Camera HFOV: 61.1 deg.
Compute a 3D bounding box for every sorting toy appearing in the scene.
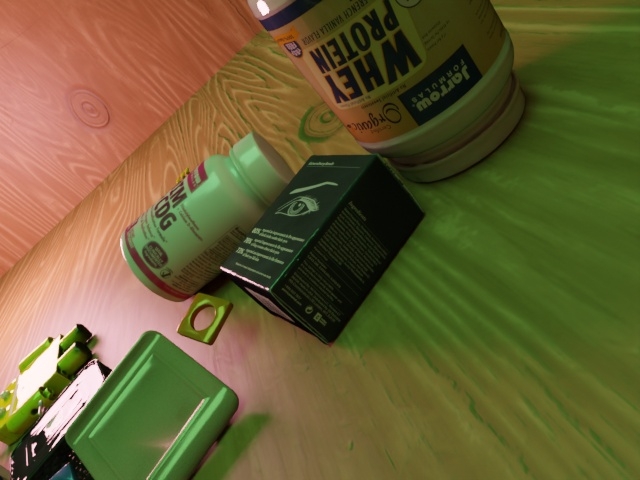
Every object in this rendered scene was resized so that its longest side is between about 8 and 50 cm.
[{"bbox_3d":[-0.208,0.228,0.681,0.196,0.047,0.347,24,71,38],"label":"sorting toy"}]

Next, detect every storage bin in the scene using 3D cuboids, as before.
[{"bbox_3d":[-0.347,0.278,0.780,0.180,0.084,0.122,-51,29,-13],"label":"storage bin"}]

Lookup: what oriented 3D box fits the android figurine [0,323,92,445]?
[{"bbox_3d":[-0.576,0.293,1.092,0.273,0.056,0.248,-44,28,-2],"label":"android figurine"}]

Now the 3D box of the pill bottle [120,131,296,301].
[{"bbox_3d":[-0.175,-0.040,0.899,0.283,0.160,0.160,-38,29,11],"label":"pill bottle"}]

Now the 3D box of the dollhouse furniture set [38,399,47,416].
[{"bbox_3d":[-0.448,0.286,0.902,0.091,0.081,0.114,-48,28,-7],"label":"dollhouse furniture set"}]

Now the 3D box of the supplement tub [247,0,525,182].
[{"bbox_3d":[0.091,-0.247,0.664,0.228,0.316,0.228,-32,30,22],"label":"supplement tub"}]

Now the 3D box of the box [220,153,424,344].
[{"bbox_3d":[0.000,0.000,0.674,0.207,0.108,0.153,-51,29,-14],"label":"box"}]

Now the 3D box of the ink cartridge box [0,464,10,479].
[{"bbox_3d":[-0.615,0.507,0.846,0.304,0.072,0.307,-43,27,4],"label":"ink cartridge box"}]

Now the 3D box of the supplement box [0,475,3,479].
[{"bbox_3d":[-0.440,0.396,0.558,0.357,0.195,0.194,22,69,47],"label":"supplement box"}]

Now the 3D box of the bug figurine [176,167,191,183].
[{"bbox_3d":[-0.290,-0.035,1.139,0.216,0.072,0.279,-43,32,16],"label":"bug figurine"}]
